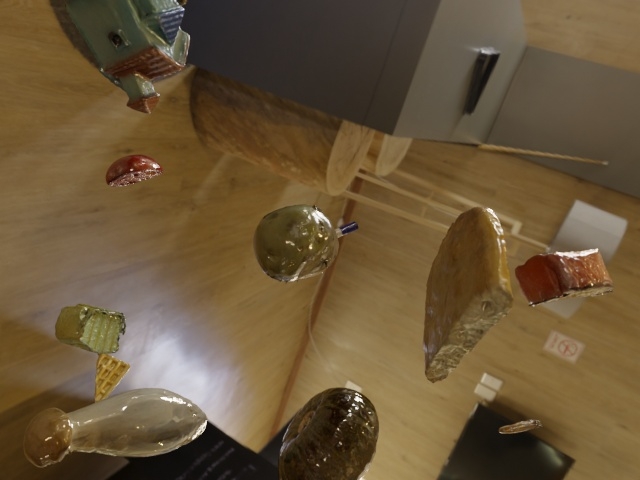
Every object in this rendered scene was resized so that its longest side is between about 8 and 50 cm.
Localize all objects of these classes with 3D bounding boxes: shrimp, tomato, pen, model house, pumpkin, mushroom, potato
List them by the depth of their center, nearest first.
[{"bbox_3d":[0.020,0.383,0.835,0.219,0.162,0.219,-52,-175,7],"label":"pumpkin"},{"bbox_3d":[-0.359,0.349,0.859,0.350,0.128,0.128,16,99,-49],"label":"mushroom"},{"bbox_3d":[-0.048,0.006,0.914,0.262,0.165,0.164,26,89,-85],"label":"potato"},{"bbox_3d":[0.520,0.488,1.195,0.059,0.108,0.023,86,-7,-69],"label":"shrimp"},{"bbox_3d":[-0.473,-0.536,1.254,0.251,0.295,0.329,-53,129,-54],"label":"model house"},{"bbox_3d":[0.000,0.000,1.466,0.269,0.033,0.033,-23,143,-17],"label":"pen"},{"bbox_3d":[-0.629,-0.244,1.537,0.082,0.167,0.174,70,18,-2],"label":"tomato"}]

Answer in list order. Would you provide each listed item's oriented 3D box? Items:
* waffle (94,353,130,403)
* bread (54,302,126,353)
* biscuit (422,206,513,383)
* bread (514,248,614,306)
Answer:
[{"bbox_3d":[-0.673,0.425,1.364,0.032,0.125,0.191,-62,180,35],"label":"waffle"},{"bbox_3d":[-0.515,0.194,1.001,0.156,0.110,0.103,76,19,-65],"label":"bread"},{"bbox_3d":[0.386,0.113,1.270,0.429,0.104,0.446,106,-3,-53],"label":"biscuit"},{"bbox_3d":[0.626,0.093,1.162,0.245,0.122,0.190,0,160,-27],"label":"bread"}]
